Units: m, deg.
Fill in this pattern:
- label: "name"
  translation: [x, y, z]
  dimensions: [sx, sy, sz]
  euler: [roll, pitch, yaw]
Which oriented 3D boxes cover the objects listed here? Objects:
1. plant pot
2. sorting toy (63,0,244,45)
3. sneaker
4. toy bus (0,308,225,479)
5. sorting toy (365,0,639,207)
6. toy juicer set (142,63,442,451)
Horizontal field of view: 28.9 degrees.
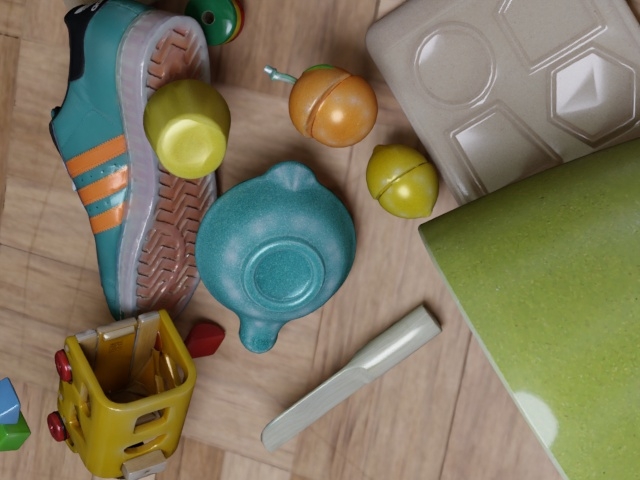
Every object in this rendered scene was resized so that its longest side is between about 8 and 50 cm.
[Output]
- label: "plant pot"
  translation: [0.263, 0.029, 0.857]
  dimensions: [0.294, 0.275, 0.274]
  euler: [-32, 88, 7]
- label: "sorting toy"
  translation: [-0.177, -0.266, 1.064]
  dimensions: [0.132, 0.046, 0.274]
  euler: [-31, 90, 24]
- label: "sneaker"
  translation: [-0.165, -0.062, 1.068]
  dimensions: [0.121, 0.108, 0.302]
  euler: [23, 121, 31]
- label: "toy bus"
  translation: [-0.169, 0.154, 1.069]
  dimensions: [0.191, 0.202, 0.104]
  euler: [-39, 60, 13]
- label: "sorting toy"
  translation: [0.160, -0.126, 0.972]
  dimensions: [0.193, 0.038, 0.208]
  euler: [-31, 85, 24]
- label: "toy juicer set"
  translation: [0.000, 0.000, 1.023]
  dimensions: [0.209, 0.089, 0.328]
  euler: [-19, 117, -1]
